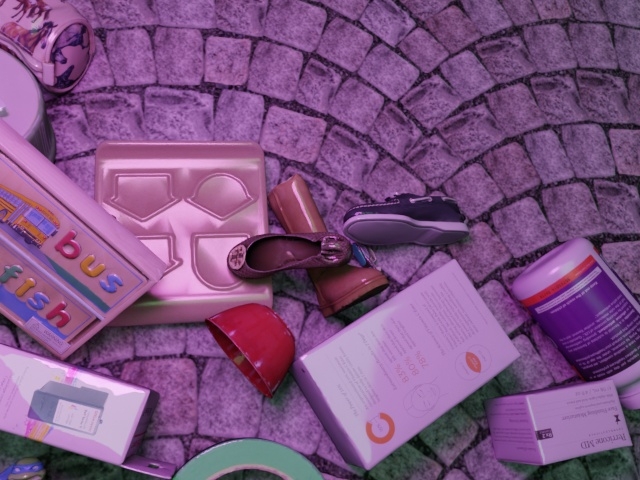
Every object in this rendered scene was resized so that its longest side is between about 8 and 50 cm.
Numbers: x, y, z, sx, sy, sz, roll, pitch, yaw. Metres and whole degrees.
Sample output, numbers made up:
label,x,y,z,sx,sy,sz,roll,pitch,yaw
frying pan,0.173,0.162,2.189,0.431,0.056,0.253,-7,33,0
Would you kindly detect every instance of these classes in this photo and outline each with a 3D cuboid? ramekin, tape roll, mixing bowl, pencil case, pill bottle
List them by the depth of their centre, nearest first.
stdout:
label,x,y,z,sx,sy,sz,roll,pitch,yaw
tape roll,-0.126,0.501,1.014,0.322,0.077,0.321,3,73,-9
ramekin,-0.634,-0.211,1.059,0.304,0.148,0.303,10,62,-18
mixing bowl,-0.110,0.178,1.060,0.098,0.181,0.181,-40,84,-21
pencil case,-0.637,-0.451,1.158,0.410,0.160,0.183,33,50,0
pill bottle,0.545,0.165,1.184,0.182,0.181,0.322,-34,82,-18

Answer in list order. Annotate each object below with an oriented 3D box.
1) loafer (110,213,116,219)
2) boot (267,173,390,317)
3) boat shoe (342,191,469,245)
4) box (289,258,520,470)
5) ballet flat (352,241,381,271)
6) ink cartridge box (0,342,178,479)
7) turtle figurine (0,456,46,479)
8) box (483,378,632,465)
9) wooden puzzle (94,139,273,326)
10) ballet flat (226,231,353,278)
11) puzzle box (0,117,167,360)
label,x,y,z,sx,sy,sz,roll,pitch,yaw
loafer,-0.456,0.007,1.065,0.251,0.094,0.087,-8,51,17
boot,0.000,0.000,1.108,0.089,0.236,0.269,-20,82,-29
boat shoe,0.165,-0.048,1.194,0.303,0.114,0.091,6,62,-37
box,0.146,0.223,1.100,0.345,0.168,0.215,-30,81,-18
ballet flat,0.102,0.051,1.213,0.041,0.041,0.114,-21,79,-16
ink cartridge box,-0.385,0.268,0.966,0.354,0.207,0.119,20,72,-5
turtle figurine,-0.430,0.477,0.883,0.275,0.198,0.266,1,91,33
box,0.431,0.336,1.111,0.181,0.182,0.118,-7,74,-13
wooden puzzle,-0.262,-0.016,1.149,0.323,0.080,0.347,-2,78,-11
ballet flat,-0.065,0.022,1.042,0.250,0.058,0.084,-3,77,27
puzzle box,-0.484,-0.009,0.956,0.272,0.052,0.409,-38,109,23
